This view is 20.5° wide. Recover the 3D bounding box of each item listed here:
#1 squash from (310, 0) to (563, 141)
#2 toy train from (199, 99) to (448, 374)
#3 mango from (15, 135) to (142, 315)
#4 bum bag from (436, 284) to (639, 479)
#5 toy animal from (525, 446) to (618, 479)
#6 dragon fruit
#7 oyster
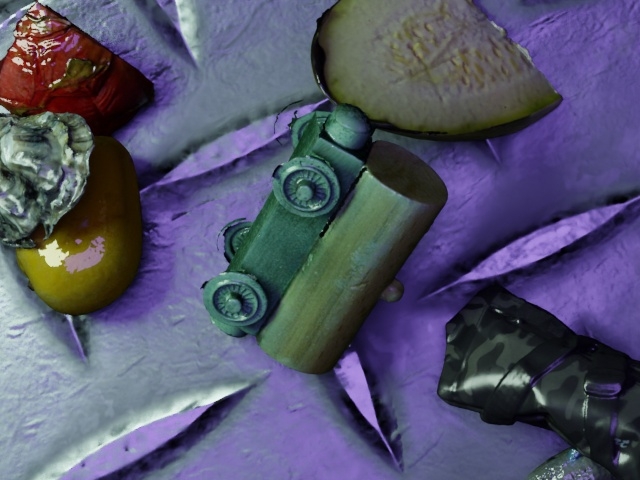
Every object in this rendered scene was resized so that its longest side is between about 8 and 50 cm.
[{"bbox_3d":[0.109,-0.182,1.858,0.204,0.155,0.237,-44,80,-1],"label":"squash"},{"bbox_3d":[0.003,-0.004,1.807,0.189,0.126,0.307,23,124,-14],"label":"toy train"},{"bbox_3d":[-0.250,-0.017,1.886,0.137,0.098,0.195,16,78,10],"label":"mango"},{"bbox_3d":[0.259,0.154,1.777,0.340,0.095,0.144,26,63,30],"label":"bum bag"},{"bbox_3d":[0.332,0.219,1.823,0.253,0.079,0.070,-22,86,0],"label":"toy animal"},{"bbox_3d":[-0.268,-0.167,1.881,0.127,0.161,0.120,31,83,18],"label":"dragon fruit"},{"bbox_3d":[-0.334,-0.080,1.858,0.252,0.087,0.199,43,112,33],"label":"oyster"}]
